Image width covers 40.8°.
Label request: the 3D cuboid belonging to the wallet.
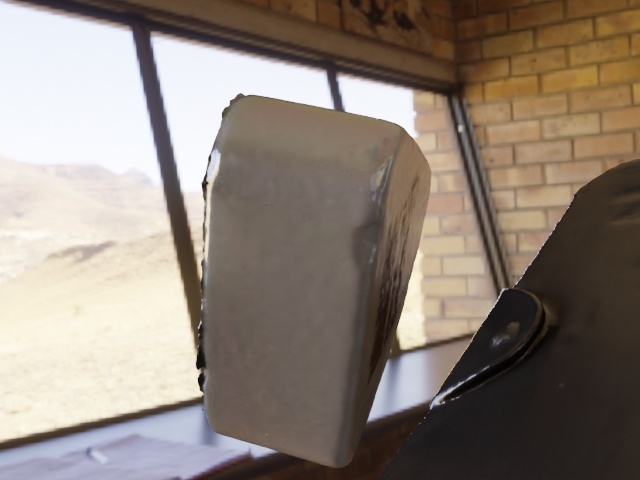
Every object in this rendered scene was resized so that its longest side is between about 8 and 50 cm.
[{"bbox_3d":[0.156,0.067,0.477,0.377,0.051,0.197,-48,24,-27],"label":"wallet"}]

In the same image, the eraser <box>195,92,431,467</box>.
[{"bbox_3d":[0.000,0.000,0.763,0.150,0.331,0.331,12,4,15],"label":"eraser"}]
